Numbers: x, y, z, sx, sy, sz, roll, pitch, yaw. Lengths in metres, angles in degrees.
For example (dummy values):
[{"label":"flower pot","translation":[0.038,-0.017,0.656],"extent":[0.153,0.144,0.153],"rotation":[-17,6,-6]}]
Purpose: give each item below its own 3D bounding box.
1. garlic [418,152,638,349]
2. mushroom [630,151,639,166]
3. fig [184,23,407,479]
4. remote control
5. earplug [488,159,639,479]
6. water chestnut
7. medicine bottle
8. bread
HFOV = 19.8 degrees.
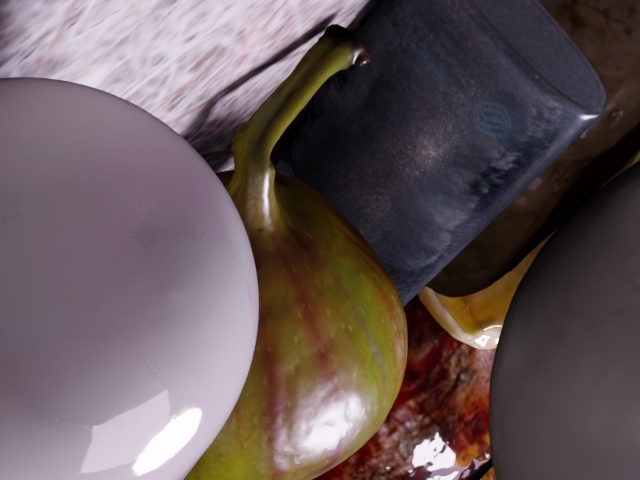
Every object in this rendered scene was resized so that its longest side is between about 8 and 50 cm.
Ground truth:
[{"label":"garlic","translation":[0.142,-0.048,1.169],"extent":[0.245,0.164,0.145],"rotation":[-52,154,-1]},{"label":"mushroom","translation":[0.224,-0.089,1.293],"extent":[0.164,0.189,0.267],"rotation":[-28,-170,-25]},{"label":"fig","translation":[-0.027,0.028,0.815],"extent":[0.148,0.142,0.186],"rotation":[-21,152,-14]},{"label":"remote control","translation":[0.000,0.000,0.918],"extent":[0.044,0.107,0.377],"rotation":[-31,169,-41]},{"label":"earplug","translation":[0.277,0.068,0.993],"extent":[0.394,0.312,0.312],"rotation":[-31,169,-36]},{"label":"water chestnut","translation":[0.091,0.176,1.735],"extent":[0.350,0.302,0.350],"rotation":[-36,176,-3]},{"label":"medicine bottle","translation":[-0.116,0.065,0.594],"extent":[0.130,0.130,0.341],"rotation":[-36,173,-30]},{"label":"bread","translation":[0.109,-0.076,0.972],"extent":[0.230,0.123,0.230],"rotation":[-41,169,-9]}]
